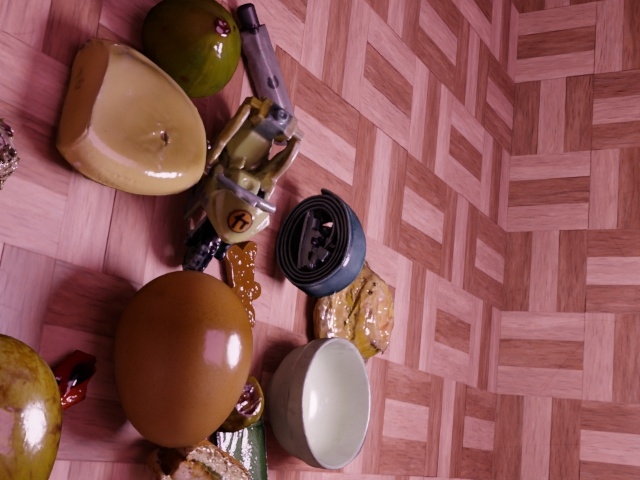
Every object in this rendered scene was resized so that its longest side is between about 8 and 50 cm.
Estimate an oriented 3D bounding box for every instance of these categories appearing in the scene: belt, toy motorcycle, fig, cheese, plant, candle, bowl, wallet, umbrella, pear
[{"bbox_3d":[0.000,0.000,2.042,0.116,0.207,0.267,39,44,-52],"label":"belt"},{"bbox_3d":[-0.170,-0.124,1.747,0.169,0.237,0.409,30,58,-26],"label":"toy motorcycle"},{"bbox_3d":[-0.230,-0.379,1.650,0.203,0.225,0.202,3,86,-38],"label":"fig"},{"bbox_3d":[-0.196,0.326,1.783,0.165,0.154,0.144,-88,159,-88],"label":"fig"},{"bbox_3d":[-0.323,-0.198,1.561,0.316,0.128,0.259,33,67,-50],"label":"cheese"},{"bbox_3d":[-0.514,-0.141,1.322,0.122,0.105,0.116,-100,-149,-58],"label":"plant"},{"bbox_3d":[-0.465,0.266,1.381,0.302,0.059,0.084,-33,105,-58],"label":"candle"},{"bbox_3d":[-0.018,0.381,2.036,0.307,0.163,0.306,4,86,-59],"label":"bowl"},{"bbox_3d":[-0.176,0.509,1.870,0.160,0.055,0.235,6,78,-57],"label":"wallet"},{"bbox_3d":[-0.124,-0.380,1.982,0.073,0.067,0.337,-66,143,-58],"label":"umbrella"},{"bbox_3d":[-0.480,0.260,1.149,0.284,0.284,0.283,4,85,-60],"label":"pear"}]

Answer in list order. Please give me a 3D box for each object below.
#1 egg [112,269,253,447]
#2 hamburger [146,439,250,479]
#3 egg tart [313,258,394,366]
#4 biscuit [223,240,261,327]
[{"bbox_3d":[-0.250,0.214,1.559,0.250,0.250,0.322,11,84,-59],"label":"egg"},{"bbox_3d":[-0.238,0.446,1.692,0.124,0.131,0.262,-43,140,-9],"label":"hamburger"},{"bbox_3d":[0.106,0.196,2.278,0.352,0.150,0.351,-2,92,-63],"label":"egg tart"},{"bbox_3d":[-0.179,0.106,1.901,0.138,0.031,0.204,-15,101,-59],"label":"biscuit"}]
